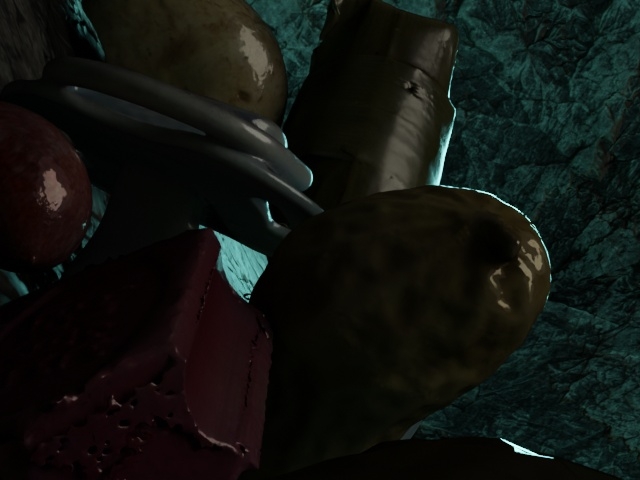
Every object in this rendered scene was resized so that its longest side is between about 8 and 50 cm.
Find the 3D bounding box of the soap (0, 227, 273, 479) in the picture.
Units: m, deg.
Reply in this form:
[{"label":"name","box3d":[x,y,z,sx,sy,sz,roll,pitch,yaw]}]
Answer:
[{"label":"soap","box3d":[-0.113,0.087,0.659,0.250,0.162,0.099,-94,163,-74]}]

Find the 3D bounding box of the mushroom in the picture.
[{"label":"mushroom","box3d":[-0.129,-0.168,1.317,0.195,0.189,0.254,-89,167,-74]}]

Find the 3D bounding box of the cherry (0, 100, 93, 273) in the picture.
[{"label":"cherry","box3d":[-0.205,-0.057,0.766,0.107,0.090,0.225,42,6,-47]}]

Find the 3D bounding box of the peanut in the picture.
[{"label":"peanut","box3d":[0.014,0.070,0.823,0.159,0.291,0.143,37,24,-13]}]

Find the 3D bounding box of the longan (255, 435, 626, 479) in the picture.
[{"label":"longan","box3d":[0.062,0.287,0.500,0.436,0.404,0.404,54,15,-43]}]

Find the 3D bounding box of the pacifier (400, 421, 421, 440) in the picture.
[{"label":"pacifier","box3d":[0.004,0.134,1.507,0.299,0.244,0.233,36,-17,-35]}]

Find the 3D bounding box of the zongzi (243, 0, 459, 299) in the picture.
[{"label":"zongzi","box3d":[0.000,0.000,1.349,0.418,0.181,0.447,120,-10,-52]}]

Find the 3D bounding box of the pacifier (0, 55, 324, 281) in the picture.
[{"label":"pacifier","box3d":[-0.130,-0.015,0.883,0.207,0.279,0.227,-66,160,-12]}]
